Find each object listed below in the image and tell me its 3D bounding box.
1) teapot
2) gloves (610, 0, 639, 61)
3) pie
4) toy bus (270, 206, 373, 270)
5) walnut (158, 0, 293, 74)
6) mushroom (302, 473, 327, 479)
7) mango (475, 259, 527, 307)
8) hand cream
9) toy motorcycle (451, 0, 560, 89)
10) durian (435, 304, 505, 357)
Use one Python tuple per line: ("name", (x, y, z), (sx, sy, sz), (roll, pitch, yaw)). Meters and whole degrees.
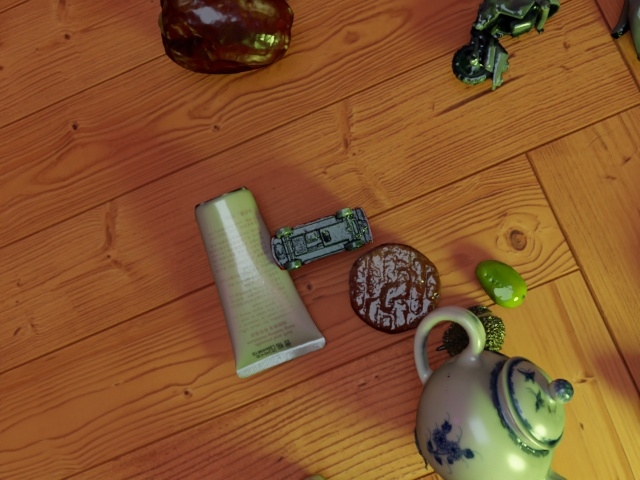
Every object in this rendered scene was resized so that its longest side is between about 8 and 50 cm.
("teapot", (0.310, 0.299, 1.241), (0.280, 0.252, 0.424), (-37, 84, 38))
("gloves", (0.646, -0.476, 1.395), (0.142, 0.119, 0.286), (5, 86, 39))
("pie", (0.144, 0.093, 1.407), (0.182, 0.049, 0.182), (-1, 83, 5))
("toy bus", (0.000, 0.000, 1.404), (0.195, 0.089, 0.081), (-18, 83, -4))
("walnut", (-0.190, -0.455, 1.439), (0.269, 0.222, 0.244), (1, 91, -8))
("mushroom", (0.031, 0.545, 1.315), (0.206, 0.209, 0.206), (-4, 101, -19))
("mango", (0.343, 0.080, 1.379), (0.108, 0.056, 0.073), (40, 84, 13))
("hand cream", (-0.135, 0.073, 1.424), (0.185, 0.118, 0.359), (-20, 88, -2))
("toy motorcycle", (0.368, -0.417, 1.416), (0.159, 0.106, 0.270), (20, 82, 15))
("durian", (0.283, 0.184, 1.369), (0.140, 0.071, 0.110), (-23, 80, 9))
